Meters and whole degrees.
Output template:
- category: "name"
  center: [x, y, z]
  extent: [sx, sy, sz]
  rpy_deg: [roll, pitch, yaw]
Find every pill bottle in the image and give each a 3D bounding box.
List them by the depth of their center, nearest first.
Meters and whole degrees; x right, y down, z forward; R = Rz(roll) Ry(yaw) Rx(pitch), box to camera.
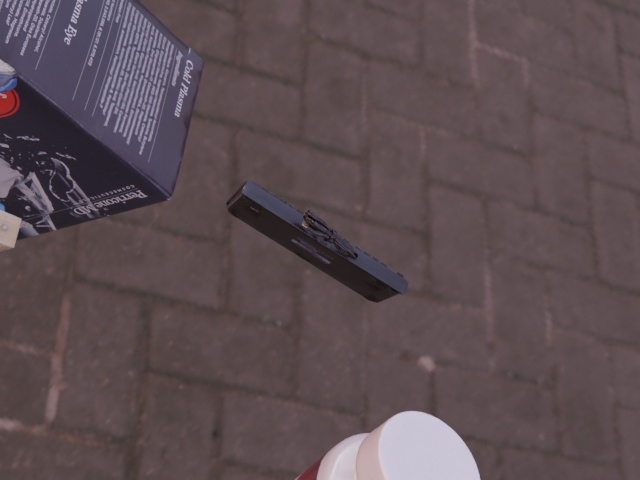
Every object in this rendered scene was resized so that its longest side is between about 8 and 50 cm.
- category: "pill bottle"
  center: [0.029, 0.236, 1.102]
  extent: [0.121, 0.221, 0.121]
  rpy_deg: [22, 45, -24]

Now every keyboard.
- category: "keyboard"
  center: [0.000, 0.000, 1.232]
  extent: [0.180, 0.108, 0.023]
  rpy_deg: [31, 73, -9]

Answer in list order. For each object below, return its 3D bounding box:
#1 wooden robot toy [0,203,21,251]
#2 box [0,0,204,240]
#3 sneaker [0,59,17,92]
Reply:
- category: "wooden robot toy"
  center: [-0.334, -0.014, 1.135]
  extent: [0.079, 0.173, 0.076]
  rpy_deg: [27, 81, -39]
- category: "box"
  center: [-0.348, -0.154, 1.278]
  extent: [0.312, 0.343, 0.179]
  rpy_deg: [40, 48, -42]
- category: "sneaker"
  center: [-0.256, -0.140, 0.860]
  extent: [0.135, 0.058, 0.052]
  rpy_deg: [27, 18, 5]
